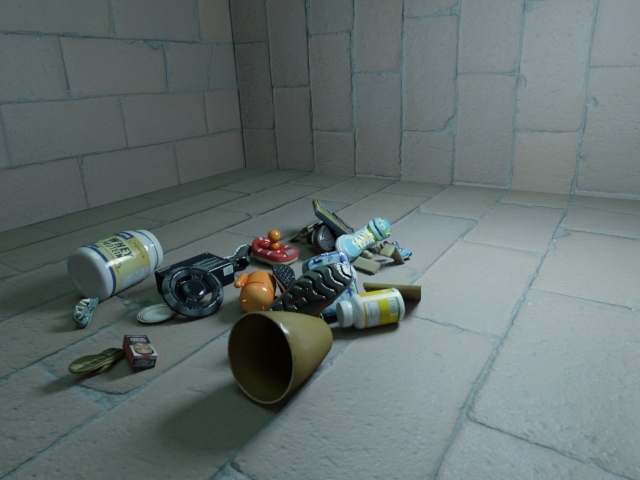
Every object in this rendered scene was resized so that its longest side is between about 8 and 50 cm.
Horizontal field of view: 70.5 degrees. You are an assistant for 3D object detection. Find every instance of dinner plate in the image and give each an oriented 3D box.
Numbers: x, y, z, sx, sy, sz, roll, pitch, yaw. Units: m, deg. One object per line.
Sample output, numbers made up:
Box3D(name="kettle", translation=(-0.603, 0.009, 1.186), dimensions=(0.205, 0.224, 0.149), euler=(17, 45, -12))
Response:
Box3D(name="dinner plate", translation=(-0.598, 0.270, 1.662), dimensions=(0.141, 0.017, 0.141), euler=(-2, 20, 1))

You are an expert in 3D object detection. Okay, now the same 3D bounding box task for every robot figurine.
Box3D(name="robot figurine", translation=(-0.231, 0.191, 1.670), dimensions=(0.128, 0.158, 0.219), euler=(-17, 19, 6))

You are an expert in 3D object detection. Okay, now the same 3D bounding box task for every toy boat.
Box3D(name="toy boat", translation=(-0.215, 0.022, 2.092), dimensions=(0.231, 0.151, 0.151), euler=(15, 23, 36))

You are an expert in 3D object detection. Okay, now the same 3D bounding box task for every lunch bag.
Box3D(name="lunch bag", translation=(0.039, 0.152, 1.603), dimensions=(0.176, 0.218, 0.090), euler=(-11, -6, -25))

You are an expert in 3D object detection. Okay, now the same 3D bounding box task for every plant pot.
Box3D(name="plant pot", translation=(-0.086, 0.294, 1.265), dimensions=(0.237, 0.237, 0.254), euler=(12, 10, 35))

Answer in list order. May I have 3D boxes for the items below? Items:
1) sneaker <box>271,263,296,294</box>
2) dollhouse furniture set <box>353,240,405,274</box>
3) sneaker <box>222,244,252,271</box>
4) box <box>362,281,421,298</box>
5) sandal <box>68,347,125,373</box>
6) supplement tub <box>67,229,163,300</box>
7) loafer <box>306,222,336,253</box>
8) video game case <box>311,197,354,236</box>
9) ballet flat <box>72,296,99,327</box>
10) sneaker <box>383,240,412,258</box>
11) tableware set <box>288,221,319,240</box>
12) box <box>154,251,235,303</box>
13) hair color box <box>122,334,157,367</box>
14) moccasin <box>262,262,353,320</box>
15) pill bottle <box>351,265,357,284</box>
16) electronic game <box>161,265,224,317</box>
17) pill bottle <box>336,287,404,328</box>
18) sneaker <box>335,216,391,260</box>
Box3D(name="sneaker", translation=(-0.129, 0.182, 1.682), dimensions=(0.084, 0.097, 0.234), euler=(-1, 35, -29))
Box3D(name="dollhouse furniture set", translation=(0.259, 0.103, 2.000), dimensions=(0.144, 0.123, 0.151), euler=(17, 62, 43))
Box3D(name="sneaker", translation=(-0.357, 0.087, 2.062), dimensions=(0.106, 0.078, 0.234), euler=(12, 24, 19))
Box3D(name="box", translation=(0.263, 0.184, 1.643), dimensions=(0.201, 0.021, 0.164), euler=(2, -19, 13))
Box3D(name="sandal", translation=(-0.664, 0.370, 1.360), dimensions=(0.072, 0.049, 0.180), euler=(11, 9, 21))
Box3D(name="supplement tub", translation=(-0.841, 0.091, 1.882), dimensions=(0.228, 0.228, 0.316), euler=(7, 22, 25))
Box3D(name="loafer", translation=(0.000, 0.000, 2.219), dimensions=(0.130, 0.133, 0.366), euler=(-27, 7, 10))
Box3D(name="video game case", translation=(0.074, -0.091, 2.296), dimensions=(0.275, 0.035, 0.248), euler=(39, 12, -16))
Box3D(name="ballet flat", translation=(-0.865, 0.250, 1.665), dimensions=(0.070, 0.070, 0.188), euler=(-8, 20, -14))
Box3D(name="sneaker", translation=(0.348, 0.041, 2.090), dimensions=(0.162, 0.073, 0.063), euler=(14, 26, 40))
Box3D(name="tableware set", translation=(-0.087, -0.049, 2.358), dimensions=(0.169, 0.020, 0.141), euler=(-33, -3, 44))
Box3D(name="box", translation=(-0.513, 0.149, 1.864), dimensions=(0.184, 0.103, 0.261), euler=(18, 29, 37))
Box3D(name="hair color box", translation=(-0.558, 0.339, 1.395), dimensions=(0.072, 0.043, 0.141), euler=(9, 10, -37))
Box3D(name="moccasin", translation=(-0.051, 0.209, 1.466), dimensions=(0.380, 0.147, 0.139), euler=(-42, 73, -17))
Box3D(name="pill bottle", translation=(0.030, 0.165, 1.721), dimensions=(0.215, 0.117, 0.117), euler=(-19, 25, -38))
Box3D(name="electronic game", translation=(-0.472, 0.188, 1.683), dimensions=(0.229, 0.048, 0.229), euler=(19, 41, -17))
Box3D(name="pill bottle", translation=(0.164, 0.232, 1.520), dimensions=(0.209, 0.117, 0.117), euler=(-8, 20, -15))
Box3D(name="sneaker", translation=(0.207, -0.018, 2.069), dimensions=(0.208, 0.127, 0.319), euler=(-32, 1, 32))
